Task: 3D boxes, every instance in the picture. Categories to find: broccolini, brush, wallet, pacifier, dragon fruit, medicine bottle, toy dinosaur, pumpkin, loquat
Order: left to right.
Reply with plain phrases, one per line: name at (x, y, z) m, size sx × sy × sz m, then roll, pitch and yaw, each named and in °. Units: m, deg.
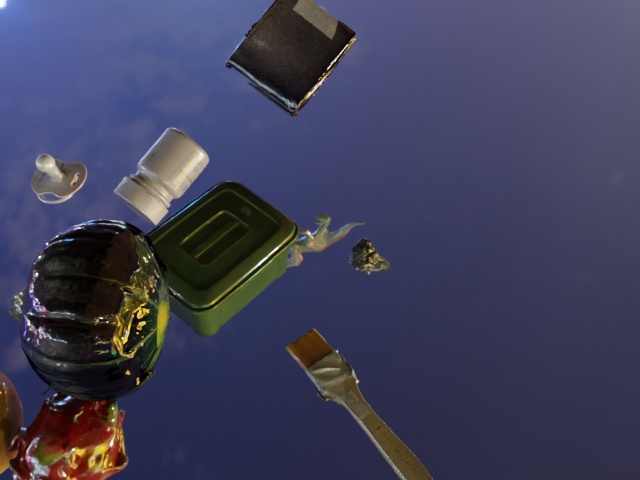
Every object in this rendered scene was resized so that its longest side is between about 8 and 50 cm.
loquat at (-0.658, 0.336, 1.371) m, size 0.193 × 0.238 × 0.238 m, roll -31°, pitch -143°, yaw -2°
pacifier at (-0.424, -0.104, 1.161) m, size 0.099 × 0.078 × 0.081 m, roll 8°, pitch -119°, yaw 19°
dragon fruit at (-0.466, 0.346, 1.348) m, size 0.200 × 0.198 × 0.269 m, roll -10°, pitch -125°, yaw -9°
pumpkin at (-0.387, 0.105, 1.191) m, size 0.296 × 0.295 × 0.295 m, roll 1°, pitch -147°, yaw 0°
medicine bottle at (-0.300, -0.123, 1.390) m, size 0.105 × 0.105 × 0.168 m, roll 29°, pitch -105°, yaw 36°
wallet at (-0.071, -0.468, 1.810) m, size 0.221 × 0.262 × 0.071 m, roll 37°, pitch 179°, yaw 5°
toy dinosaur at (0.000, 0.000, 1.810) m, size 0.242 × 0.167 × 0.053 m, roll -13°, pitch -127°, yaw 9°
brush at (0.069, 0.283, 1.215) m, size 0.085 × 0.020 × 0.336 m, roll -26°, pitch -117°, yaw -36°
broccolini at (0.143, 0.044, 1.859) m, size 0.068 × 0.091 × 0.203 m, roll -15°, pitch 166°, yaw 31°

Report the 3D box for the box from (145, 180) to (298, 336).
box at (-0.231, 0.045, 1.660) m, size 0.253 × 0.177 × 0.329 m, roll 35°, pitch -121°, yaw 24°
